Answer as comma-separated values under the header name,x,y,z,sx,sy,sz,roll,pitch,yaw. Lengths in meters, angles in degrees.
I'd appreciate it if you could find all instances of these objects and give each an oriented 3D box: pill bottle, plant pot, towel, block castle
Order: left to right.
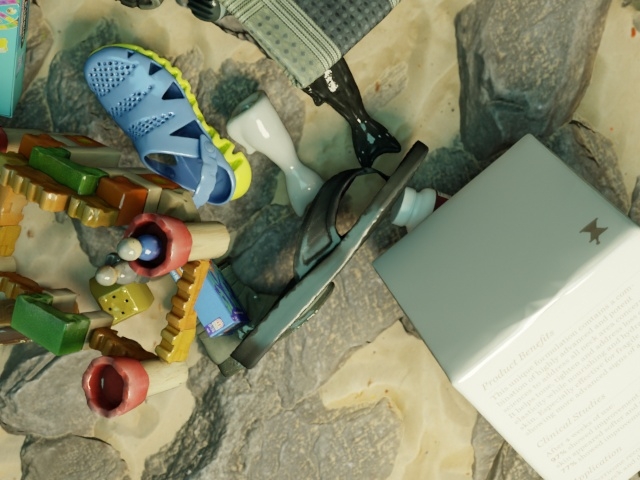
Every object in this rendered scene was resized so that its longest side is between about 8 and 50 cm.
name,x,y,z,sx,sy,sz,roll,pitch,yaw
block castle,-0.377,0.023,1.639,0.453,0.213,0.303,27,106,27
plant pot,-0.322,0.091,1.835,0.081,0.083,0.081,-26,106,3
towel,-0.046,-0.413,1.645,0.324,0.056,0.312,46,61,-6
pill bottle,0.194,-0.033,1.849,0.152,0.086,0.086,19,102,-10

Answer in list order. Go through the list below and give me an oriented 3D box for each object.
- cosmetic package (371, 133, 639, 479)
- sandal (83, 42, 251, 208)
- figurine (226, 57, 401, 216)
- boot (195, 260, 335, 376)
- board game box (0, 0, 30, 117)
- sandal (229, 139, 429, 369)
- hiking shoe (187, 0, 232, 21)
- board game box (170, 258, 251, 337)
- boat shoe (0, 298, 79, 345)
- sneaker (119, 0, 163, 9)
name,x,y,z,sx,sy,sz,roll,pitch,yaw
cosmetic package,0.355,0.125,1.728,0.329,0.327,0.394,-40,124,5
sandal,-0.238,-0.163,1.736,0.317,0.138,0.126,46,126,-12
figurine,-0.009,-0.166,1.800,0.215,0.092,0.209,-35,109,5
boot,-0.112,0.095,1.862,0.246,0.083,0.161,-36,97,2
board game box,-0.548,-0.359,1.636,0.253,0.079,0.336,11,127,-8
sandal,-0.001,0.001,1.754,0.107,0.167,0.446,41,87,0
hiking shoe,-0.156,-0.481,1.707,0.132,0.113,0.304,-15,101,-32
board game box,-0.192,0.049,1.764,0.047,0.160,0.210,-34,84,3
boat shoe,-0.488,0.131,1.843,0.207,0.073,0.073,-4,143,-1
sneaker,-0.351,-0.431,1.704,0.267,0.101,0.106,18,79,-8
